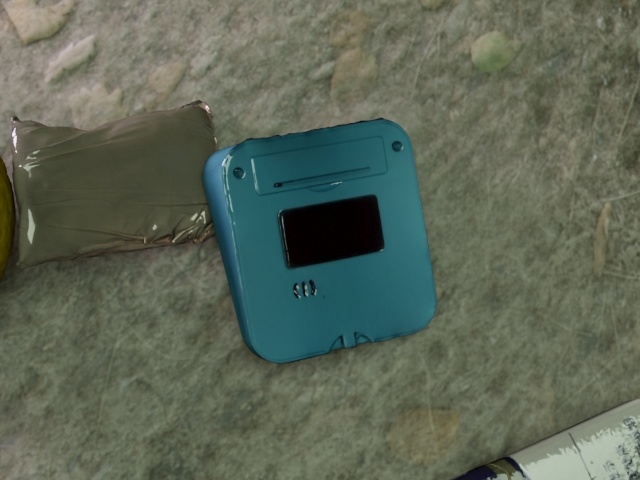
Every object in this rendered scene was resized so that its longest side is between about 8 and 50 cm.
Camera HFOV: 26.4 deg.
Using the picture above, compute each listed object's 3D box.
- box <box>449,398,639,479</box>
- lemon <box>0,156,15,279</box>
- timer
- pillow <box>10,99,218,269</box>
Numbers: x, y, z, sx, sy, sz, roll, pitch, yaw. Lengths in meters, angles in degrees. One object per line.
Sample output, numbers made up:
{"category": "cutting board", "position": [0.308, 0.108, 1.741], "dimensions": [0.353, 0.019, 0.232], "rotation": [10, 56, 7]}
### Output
{"category": "box", "position": [0.270, 0.299, 1.506], "dimensions": [0.259, 0.071, 0.168], "rotation": [-23, 81, -9]}
{"category": "lemon", "position": [-0.436, -0.016, 1.442], "dimensions": [0.229, 0.228, 0.253], "rotation": [-8, 77, -5]}
{"category": "timer", "position": [0.000, 0.000, 1.534], "dimensions": [0.232, 0.091, 0.249], "rotation": [-10, 90, -22]}
{"category": "pillow", "position": [-0.224, -0.068, 1.503], "dimensions": [0.270, 0.067, 0.173], "rotation": [-8, 80, -36]}
